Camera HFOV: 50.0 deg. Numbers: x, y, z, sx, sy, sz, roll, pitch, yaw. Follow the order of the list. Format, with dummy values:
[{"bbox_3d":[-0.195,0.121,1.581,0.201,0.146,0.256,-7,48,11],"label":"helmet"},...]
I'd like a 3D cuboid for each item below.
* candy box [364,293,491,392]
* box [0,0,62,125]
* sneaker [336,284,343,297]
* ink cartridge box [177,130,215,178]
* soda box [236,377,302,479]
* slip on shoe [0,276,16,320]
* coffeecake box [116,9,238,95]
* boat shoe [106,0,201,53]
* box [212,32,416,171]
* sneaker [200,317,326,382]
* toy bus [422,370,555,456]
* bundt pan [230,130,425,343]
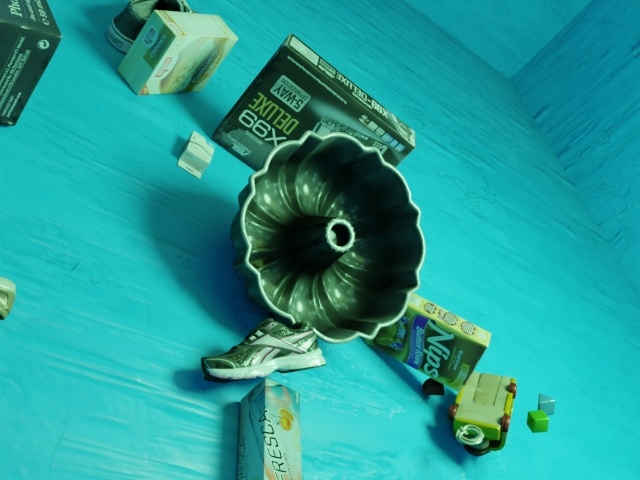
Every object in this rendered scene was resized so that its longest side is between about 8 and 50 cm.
[{"bbox_3d":[0.182,0.166,1.171,0.187,0.109,0.053,26,28,8],"label":"candy box"},{"bbox_3d":[-0.538,-0.328,0.875,0.294,0.183,0.296,1,51,-49],"label":"box"},{"bbox_3d":[0.041,0.066,1.232,0.061,0.054,0.152,37,30,-19],"label":"sneaker"},{"bbox_3d":[-0.217,-0.151,1.204,0.048,0.028,0.083,32,33,-21],"label":"ink cartridge box"},{"bbox_3d":[-0.063,0.266,0.844,0.058,0.063,0.183,29,34,-26],"label":"soda box"},{"bbox_3d":[-0.392,0.050,0.723,0.135,0.051,0.041,27,46,-40],"label":"slip on shoe"},{"bbox_3d":[-0.262,-0.347,1.275,0.068,0.142,0.185,50,31,9],"label":"coffeecake box"},{"bbox_3d":[-0.306,-0.448,1.386,0.108,0.102,0.301,47,30,4],"label":"boat shoe"},{"bbox_3d":[-0.013,-0.201,1.307,0.307,0.242,0.076,36,31,-18],"label":"box"},{"bbox_3d":[-0.081,0.145,0.924,0.178,0.072,0.077,-2,76,-36],"label":"sneaker"},{"bbox_3d":[0.277,0.310,1.173,0.202,0.104,0.191,-11,23,-21],"label":"toy bus"},{"bbox_3d":[0.000,0.000,1.087,0.331,0.124,0.330,6,78,-30],"label":"bundt pan"}]
